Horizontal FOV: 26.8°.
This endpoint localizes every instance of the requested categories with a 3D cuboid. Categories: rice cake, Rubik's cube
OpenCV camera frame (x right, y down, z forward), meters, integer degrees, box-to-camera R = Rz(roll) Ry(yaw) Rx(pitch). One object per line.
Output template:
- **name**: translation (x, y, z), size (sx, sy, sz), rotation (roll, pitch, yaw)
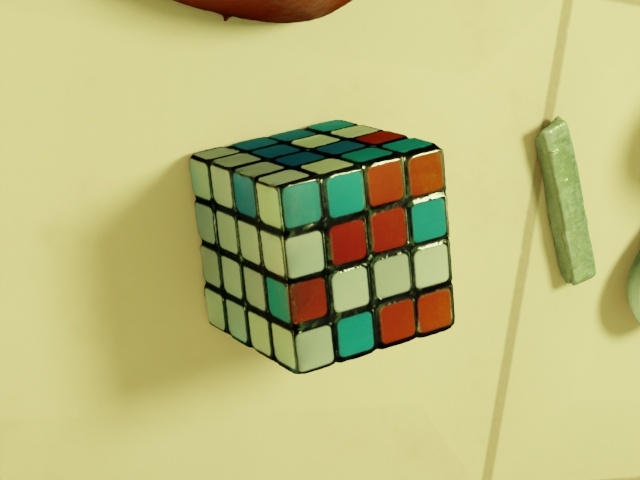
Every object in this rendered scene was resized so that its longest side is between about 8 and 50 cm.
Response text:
- **rice cake**: translation (0.235, -0.036, 1.293), size (0.033, 0.029, 0.171), rotation (-23, 114, -21)
- **Rubik's cube**: translation (0.000, 0.000, 1.077), size (0.151, 0.154, 0.155), rotation (-16, 109, -28)

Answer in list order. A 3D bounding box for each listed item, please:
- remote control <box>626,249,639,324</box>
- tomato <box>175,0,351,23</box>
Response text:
- **remote control**: translation (0.391, -0.015, 1.388), size (0.256, 0.045, 0.097), rotation (-50, 124, -16)
- **tomato**: translation (-0.023, -0.321, 0.994), size (0.338, 0.143, 0.339), rotation (-7, 103, -30)
